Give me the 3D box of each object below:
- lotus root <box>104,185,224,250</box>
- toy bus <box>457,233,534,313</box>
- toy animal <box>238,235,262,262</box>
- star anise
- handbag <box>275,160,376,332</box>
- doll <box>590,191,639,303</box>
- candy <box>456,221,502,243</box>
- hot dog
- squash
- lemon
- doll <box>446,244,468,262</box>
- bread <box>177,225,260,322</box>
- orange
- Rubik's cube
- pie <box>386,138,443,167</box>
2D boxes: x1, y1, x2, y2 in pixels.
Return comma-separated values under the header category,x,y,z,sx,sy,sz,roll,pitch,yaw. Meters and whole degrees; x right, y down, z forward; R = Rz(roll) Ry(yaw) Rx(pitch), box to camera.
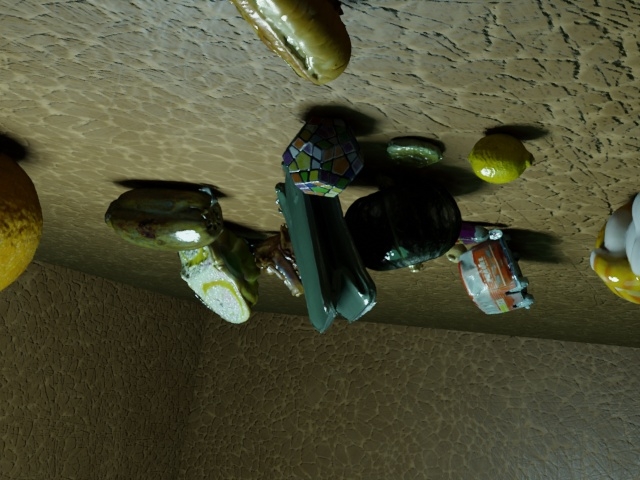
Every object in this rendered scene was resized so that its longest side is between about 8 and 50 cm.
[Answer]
category,x,y,z,sx,sy,sz,roll,pitch,yaw
lotus root,-0.302,-0.044,1.493,0.241,0.124,0.123,4,157,22
toy bus,0.347,0.074,1.512,0.120,0.121,0.265,-20,161,14
toy animal,-0.188,0.020,1.932,0.108,0.062,0.220,23,-178,41
star anise,-0.055,0.045,1.693,0.237,0.148,0.346,10,179,7
handbag,-0.002,0.001,1.170,0.079,0.260,0.247,-16,168,-9
doll,0.476,0.007,1.057,0.162,0.166,0.269,12,172,-4
candy,0.252,-0.015,1.420,0.175,0.043,0.045,0,169,20
hot dog,-0.035,-0.204,0.609,0.102,0.076,0.249,45,-175,27
squash,0.127,-0.024,1.192,0.193,0.156,0.193,-8,158,-3
lemon,0.224,-0.102,0.945,0.083,0.062,0.062,3,168,27
doll,0.271,0.024,1.572,0.061,0.051,0.093,5,171,-13
bread,-0.224,0.049,1.772,0.260,0.156,0.158,48,138,-13
orange,-0.668,-0.035,1.359,0.322,0.322,0.357,14,176,-23
Rubik's cube,0.004,-0.110,0.996,0.093,0.111,0.111,39,164,-7
pie,0.129,-0.119,1.042,0.084,0.020,0.084,9,170,2
